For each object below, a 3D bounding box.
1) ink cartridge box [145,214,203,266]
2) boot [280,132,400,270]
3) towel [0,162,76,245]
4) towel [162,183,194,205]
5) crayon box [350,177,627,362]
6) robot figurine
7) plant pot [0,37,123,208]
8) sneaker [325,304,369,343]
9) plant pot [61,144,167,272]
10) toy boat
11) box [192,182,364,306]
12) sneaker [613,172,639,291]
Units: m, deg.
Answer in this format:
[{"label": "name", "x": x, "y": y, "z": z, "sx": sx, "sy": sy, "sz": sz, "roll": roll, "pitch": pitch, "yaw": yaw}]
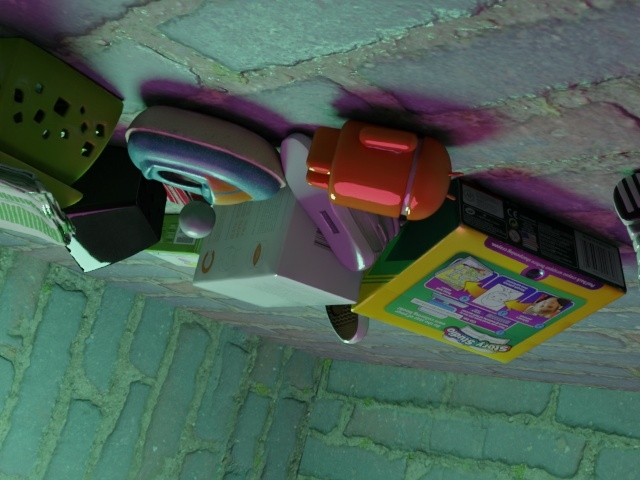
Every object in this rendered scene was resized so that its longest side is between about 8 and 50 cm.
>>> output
[{"label": "ink cartridge box", "x": -0.273, "y": 0.024, "z": 2.234, "sx": 0.188, "sy": 0.097, "sz": 0.255, "roll": 3, "pitch": 162, "yaw": 38}, {"label": "boot", "x": 0.038, "y": -0.085, "z": 1.486, "sx": 0.095, "sy": 0.123, "sz": 0.258, "roll": -1, "pitch": 126, "yaw": 48}, {"label": "towel", "x": -0.500, "y": -0.067, "z": 1.347, "sx": 0.247, "sy": 0.038, "sz": 0.325, "roll": 15, "pitch": 166, "yaw": -3}, {"label": "towel", "x": -0.409, "y": -0.127, "z": 1.905, "sx": 0.274, "sy": 0.031, "sz": 0.199, "roll": 13, "pitch": 167, "yaw": 5}, {"label": "crayon box", "x": 0.287, "y": 0.069, "z": 1.604, "sx": 0.362, "sy": 0.106, "sz": 0.313, "roll": 21, "pitch": 141, "yaw": -25}, {"label": "robot figurine", "x": 0.091, "y": -0.099, "z": 1.310, "sx": 0.219, "sy": 0.158, "sz": 0.128, "roll": 13, "pitch": -155, "yaw": 6}, {"label": "plant pot", "x": -0.483, "y": -0.170, "z": 1.433, "sx": 0.228, "sy": 0.207, "sz": 0.227, "roll": 3, "pitch": 162, "yaw": 35}, {"label": "sneaker", "x": 0.074, "y": 0.069, "z": 1.751, "sx": 0.123, "sy": 0.290, "sz": 0.106, "roll": 15, "pitch": 139, "yaw": -31}, {"label": "plant pot", "x": -0.397, "y": -0.071, "z": 1.748, "sx": 0.166, "sy": 0.188, "sz": 0.187, "roll": -6, "pitch": 142, "yaw": 11}, {"label": "toy boat", "x": -0.194, "y": -0.102, "z": 1.531, "sx": 0.267, "sy": 0.148, "sz": 0.318, "roll": 15, "pitch": 166, "yaw": -3}, {"label": "box", "x": -0.068, "y": -0.004, "z": 1.662, "sx": 0.168, "sy": 0.215, "sz": 0.345, "roll": 21, "pitch": 165, "yaw": -28}, {"label": "sneaker", "x": 0.481, "y": 0.023, "z": 1.263, "sx": 0.086, "sy": 0.229, "sz": 0.132, "roll": -20, "pitch": 160, "yaw": 25}]
